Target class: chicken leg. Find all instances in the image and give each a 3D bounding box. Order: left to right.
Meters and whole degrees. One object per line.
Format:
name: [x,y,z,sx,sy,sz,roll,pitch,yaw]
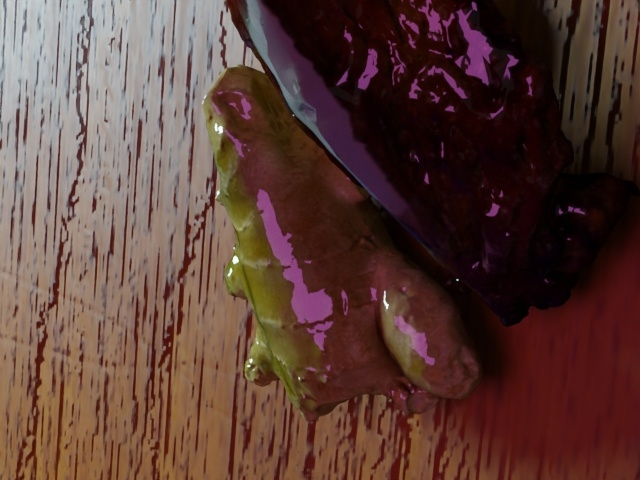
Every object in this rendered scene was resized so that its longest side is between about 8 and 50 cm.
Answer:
chicken leg: [0.017,-0.125,0.835,0.158,0.096,0.407,12,135,40]

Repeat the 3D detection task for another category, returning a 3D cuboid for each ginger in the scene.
ginger: [-0.003,0.012,0.994,0.205,0.081,0.115,57,150,14]

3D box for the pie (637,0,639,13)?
pie: [0.203,-0.116,0.792,0.193,0.079,0.163,44,128,27]
